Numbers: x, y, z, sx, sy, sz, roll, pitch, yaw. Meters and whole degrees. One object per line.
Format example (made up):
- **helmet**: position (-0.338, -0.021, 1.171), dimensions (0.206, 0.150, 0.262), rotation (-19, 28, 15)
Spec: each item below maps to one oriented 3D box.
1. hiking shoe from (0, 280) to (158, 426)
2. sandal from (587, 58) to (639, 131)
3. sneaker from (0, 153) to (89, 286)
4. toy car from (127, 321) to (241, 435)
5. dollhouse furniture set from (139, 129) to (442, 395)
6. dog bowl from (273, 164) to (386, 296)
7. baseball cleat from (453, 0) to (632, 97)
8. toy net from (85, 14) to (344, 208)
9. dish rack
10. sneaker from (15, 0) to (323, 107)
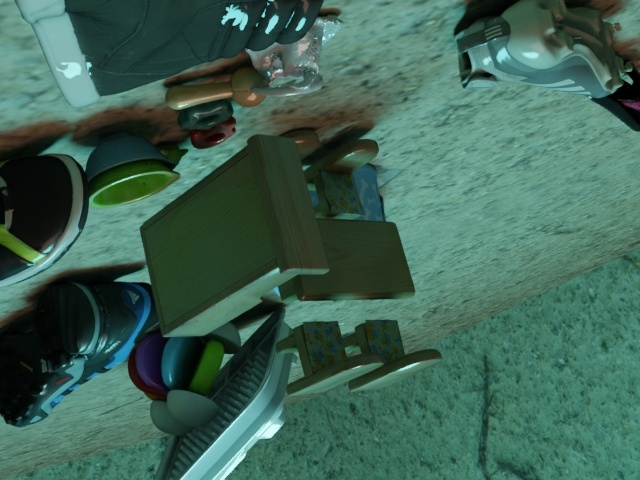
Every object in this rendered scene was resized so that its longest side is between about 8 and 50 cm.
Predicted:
- **hiking shoe**: position (-0.283, 0.134, 1.265), dimensions (0.132, 0.113, 0.304), rotation (-8, 163, -39)
- **sandal**: position (0.291, -0.147, 1.063), dimensions (0.040, 0.067, 0.179), rotation (-38, 158, 24)
- **sneaker**: position (-0.277, -0.001, 0.772), dimensions (0.234, 0.084, 0.097), rotation (-21, 166, 6)
- **toy car**: position (-0.207, 0.185, 1.596), dimensions (0.136, 0.159, 0.182), rotation (27, 153, -16)
- **dollhouse furniture set**: position (0.001, 0.006, 0.921), dimensions (0.242, 0.212, 0.161), rotation (2, 156, -43)
- **dog bowl**: position (0.000, 0.000, 1.220), dimensions (0.166, 0.074, 0.297), rotation (-20, 167, 2)
- **baseball cleat**: position (0.173, -0.152, 0.889), dimensions (0.109, 0.072, 0.206), rotation (-11, 169, 31)
- **toy net**: position (-0.067, -0.088, 0.808), dimensions (0.232, 0.045, 0.122), rotation (-26, 166, 27)
- **dish rack**: position (-0.131, 0.262, 1.636), dimensions (0.285, 0.072, 0.333), rotation (-47, -171, 14)
- **sneaker**: position (-0.065, -0.144, 0.462), dimensions (0.147, 0.104, 0.296), rotation (-20, 174, -7)
